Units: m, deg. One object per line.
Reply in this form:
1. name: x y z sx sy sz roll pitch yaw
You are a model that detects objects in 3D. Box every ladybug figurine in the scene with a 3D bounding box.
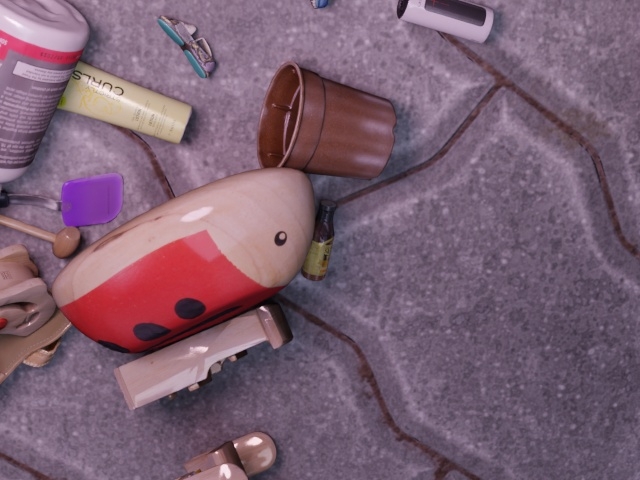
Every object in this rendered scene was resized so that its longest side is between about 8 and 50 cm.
1. ladybug figurine: -0.191 0.043 1.867 0.449 0.305 0.162 -27 80 29

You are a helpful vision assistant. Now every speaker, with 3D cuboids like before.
1. speaker: 0.182 -0.333 1.902 0.136 0.055 0.055 14 112 -15

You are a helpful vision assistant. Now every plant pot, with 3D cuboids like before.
1. plant pot: 0.013 -0.165 1.903 0.165 0.167 0.167 10 113 -22

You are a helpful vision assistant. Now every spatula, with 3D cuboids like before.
1. spatula: -0.445 -0.058 1.941 0.296 0.030 0.084 -1 120 -9

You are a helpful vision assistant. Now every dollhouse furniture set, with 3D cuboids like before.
1. dollhouse furniture set: -0.113 0.326 2.011 0.256 0.362 0.394 -24 87 4

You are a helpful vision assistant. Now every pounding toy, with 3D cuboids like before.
1. pounding toy: -0.493 0.058 1.935 0.269 0.155 0.154 -20 156 -30

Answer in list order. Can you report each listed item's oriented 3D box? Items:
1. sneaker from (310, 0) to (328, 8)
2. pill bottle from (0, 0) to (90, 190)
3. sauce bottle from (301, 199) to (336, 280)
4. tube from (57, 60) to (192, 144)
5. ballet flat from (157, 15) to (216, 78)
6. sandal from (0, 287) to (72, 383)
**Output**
1. sneaker: 0.025 -0.390 1.825 0.073 0.063 0.162 3 140 -17
2. pill bottle: -0.458 -0.191 1.791 0.176 0.176 0.319 22 112 -18
3. sauce bottle: 0.000 0.000 2.036 0.042 0.042 0.128 6 116 -12
4. tube: -0.308 -0.205 1.881 0.240 0.062 0.070 20 68 -8
5. ballet flat: -0.190 -0.288 1.875 0.041 0.041 0.114 -34 116 7
6. sandal: -0.455 0.166 2.030 0.240 0.088 0.079 -41 151 -5
